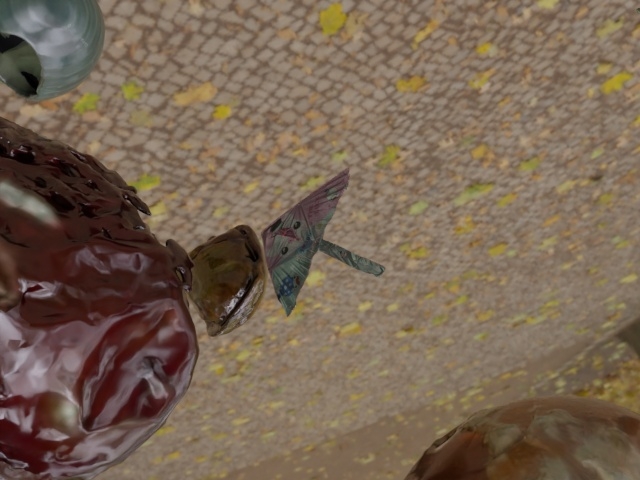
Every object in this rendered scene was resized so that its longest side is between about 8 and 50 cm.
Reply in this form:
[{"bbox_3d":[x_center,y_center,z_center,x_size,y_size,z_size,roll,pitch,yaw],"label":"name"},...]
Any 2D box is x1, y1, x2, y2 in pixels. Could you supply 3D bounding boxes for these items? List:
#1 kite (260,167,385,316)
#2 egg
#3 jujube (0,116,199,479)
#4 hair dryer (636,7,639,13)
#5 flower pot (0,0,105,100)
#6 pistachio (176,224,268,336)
[{"bbox_3d":[0.000,0.000,0.671,0.152,0.137,0.005,10,163,44],"label":"kite"},{"bbox_3d":[0.141,0.190,0.494,0.233,0.195,0.195,-34,161,-28],"label":"egg"},{"bbox_3d":[-0.264,0.029,0.605,0.258,0.376,0.259,-20,118,-41],"label":"jujube"},{"bbox_3d":[0.375,-0.131,0.787,0.075,0.237,0.206,-27,156,1],"label":"hair dryer"},{"bbox_3d":[-0.395,-0.290,1.114,0.189,0.157,0.243,41,160,-25],"label":"flower pot"},{"bbox_3d":[-0.136,0.056,1.150,0.130,0.165,0.210,14,-179,-28],"label":"pistachio"}]
